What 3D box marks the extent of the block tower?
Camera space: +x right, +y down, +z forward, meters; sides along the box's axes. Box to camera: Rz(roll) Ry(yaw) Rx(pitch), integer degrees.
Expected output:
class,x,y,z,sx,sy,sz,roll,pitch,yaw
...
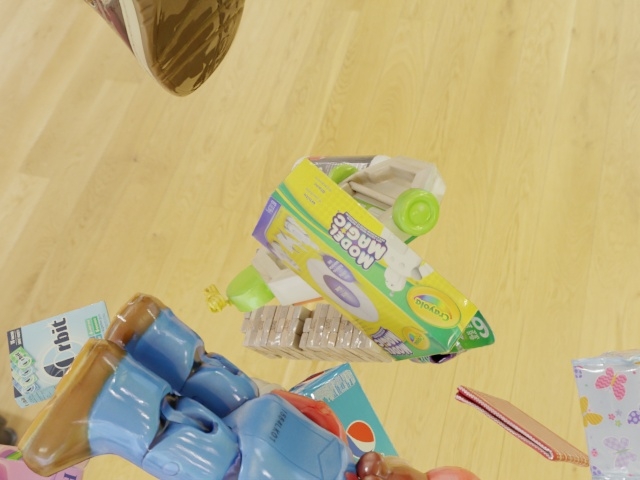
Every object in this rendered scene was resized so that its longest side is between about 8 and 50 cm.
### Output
class,x,y,z,sx,sy,sz,roll,pitch,yaw
block tower,-0.006,0.179,1.202,0.336,0.097,0.090,-7,60,40

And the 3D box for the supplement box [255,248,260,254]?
class,x,y,z,sx,sy,sz,roll,pitch,yaw
supplement box,-0.122,0.045,1.590,0.083,0.055,0.043,-5,74,49

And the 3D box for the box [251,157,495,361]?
class,x,y,z,sx,sy,sz,roll,pitch,yaw
box,0.034,0.029,0.451,0.179,0.105,0.043,39,70,-1

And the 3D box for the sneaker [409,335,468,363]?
class,x,y,z,sx,sy,sz,roll,pitch,yaw
sneaker,0.284,0.285,1.605,0.098,0.224,0.083,-24,85,-40

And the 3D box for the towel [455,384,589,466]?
class,x,y,z,sx,sy,sz,roll,pitch,yaw
towel,0.369,0.340,1.115,0.199,0.275,0.031,31,91,39

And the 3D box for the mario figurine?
class,x,y,z,sx,sy,sz,roll,pitch,yaw
mario figurine,-0.033,0.186,0.404,0.321,0.170,0.198,35,56,-3

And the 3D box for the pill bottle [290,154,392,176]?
class,x,y,z,sx,sy,sz,roll,pitch,yaw
pill bottle,0.095,-0.123,1.526,0.319,0.176,0.176,4,63,28

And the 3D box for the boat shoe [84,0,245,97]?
class,x,y,z,sx,sy,sz,roll,pitch,yaw
boat shoe,-0.150,-0.234,0.469,0.123,0.342,0.123,38,83,12

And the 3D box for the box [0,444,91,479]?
class,x,y,z,sx,sy,sz,roll,pitch,yaw
box,-0.461,0.391,0.828,0.243,0.117,0.213,13,76,-13

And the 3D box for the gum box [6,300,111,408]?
class,x,y,z,sx,sy,sz,roll,pitch,yaw
gum box,-0.478,0.209,1.157,0.184,0.041,0.157,-18,50,-17

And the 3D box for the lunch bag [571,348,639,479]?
class,x,y,z,sx,sy,sz,roll,pitch,yaw
lunch bag,0.186,0.099,0.361,0.053,0.083,0.071,-17,76,45

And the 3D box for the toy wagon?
class,x,y,z,sx,sy,sz,roll,pitch,yaw
toy wagon,0.000,0.000,0.836,0.344,0.068,0.267,-36,21,-7

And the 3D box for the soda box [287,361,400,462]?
class,x,y,z,sx,sy,sz,roll,pitch,yaw
soda box,0.036,0.232,0.609,0.067,0.071,0.210,-24,84,-39
